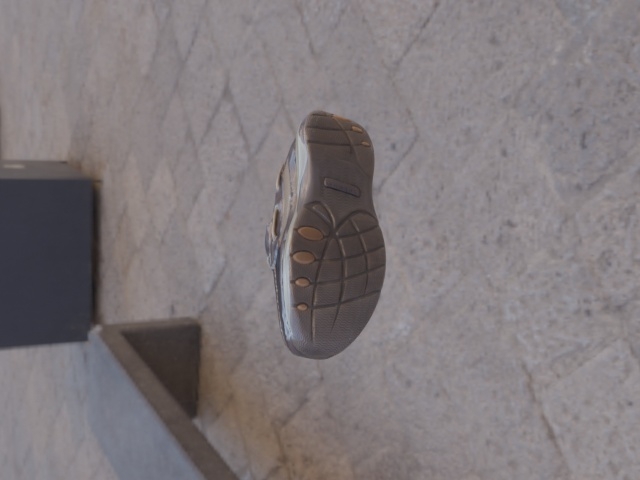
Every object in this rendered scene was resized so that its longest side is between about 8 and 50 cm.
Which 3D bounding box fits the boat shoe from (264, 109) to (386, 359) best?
[{"bbox_3d":[0.000,0.000,1.059,0.130,0.132,0.355,-49,27,49],"label":"boat shoe"}]
